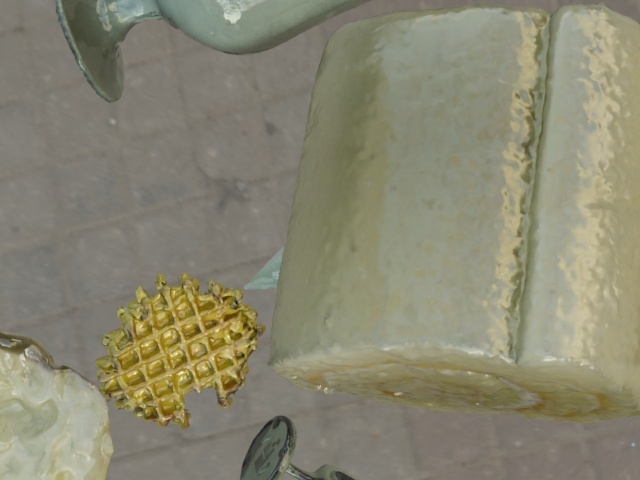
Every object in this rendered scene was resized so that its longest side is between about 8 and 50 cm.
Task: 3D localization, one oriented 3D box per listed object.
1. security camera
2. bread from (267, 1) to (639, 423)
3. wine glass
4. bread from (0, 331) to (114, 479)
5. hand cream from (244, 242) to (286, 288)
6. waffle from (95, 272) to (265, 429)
[{"bbox_3d":[0.002,0.154,0.856,0.092,0.058,0.058,29,89,-20],"label":"security camera"},{"bbox_3d":[0.062,-0.004,0.527,0.148,0.134,0.141,0,69,29],"label":"bread"},{"bbox_3d":[-0.040,-0.168,0.831,0.230,0.103,0.103,-18,78,9],"label":"wine glass"},{"bbox_3d":[-0.293,0.162,0.819,0.315,0.270,0.212,6,79,-19],"label":"bread"},{"bbox_3d":[0.000,0.000,1.439,0.078,0.205,0.050,0,118,32],"label":"hand cream"},{"bbox_3d":[-0.197,0.159,1.916,0.228,0.051,0.232,22,101,-26],"label":"waffle"}]
